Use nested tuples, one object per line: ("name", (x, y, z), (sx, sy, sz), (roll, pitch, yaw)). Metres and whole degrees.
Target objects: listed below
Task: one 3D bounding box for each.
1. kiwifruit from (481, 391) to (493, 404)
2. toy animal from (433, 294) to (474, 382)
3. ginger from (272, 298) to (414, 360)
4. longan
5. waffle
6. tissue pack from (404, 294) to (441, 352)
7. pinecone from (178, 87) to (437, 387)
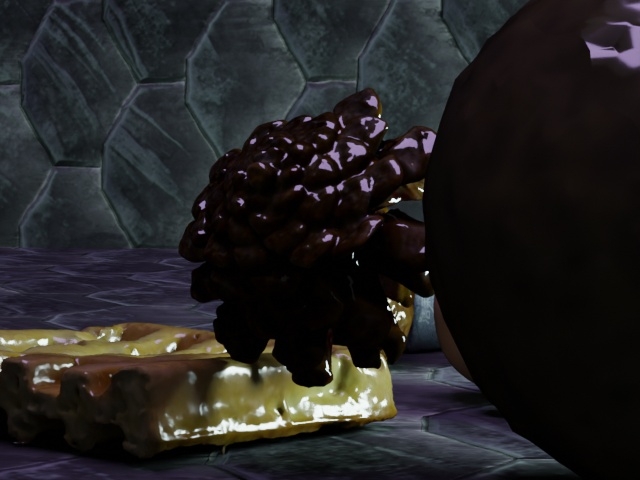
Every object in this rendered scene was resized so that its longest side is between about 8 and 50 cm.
("kiwifruit", (0.196, 0.120, 1.733), (0.124, 0.075, 0.075), (-2, 2, 35))
("toy animal", (0.229, 0.075, 1.834), (0.250, 0.166, 0.154), (5, -37, 7))
("ginger", (0.004, 0.041, 2.155), (0.165, 0.172, 0.321), (17, -4, -24))
("longan", (0.260, -0.008, 1.350), (0.391, 0.391, 0.391), (0, 4, 0))
("waffle", (-0.150, 0.119, 1.666), (0.348, 0.077, 0.304), (4, 4, 40))
("tissue pack", (0.146, 0.066, 2.238), (0.156, 0.112, 0.051), (-2, 4, -38))
("pinecone", (0.001, 0.002, 1.522), (0.202, 0.201, 0.229), (-34, 31, -34))
